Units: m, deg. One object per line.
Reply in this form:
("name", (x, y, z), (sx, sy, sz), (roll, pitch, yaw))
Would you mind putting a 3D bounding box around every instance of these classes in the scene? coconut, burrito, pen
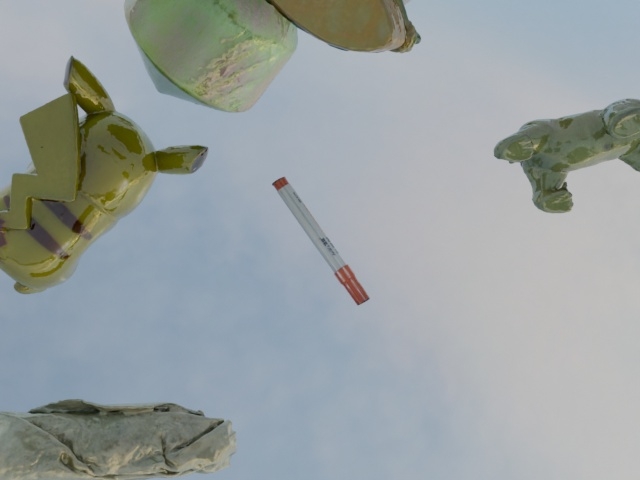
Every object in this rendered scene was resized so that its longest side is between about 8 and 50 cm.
("coconut", (-0.147, -0.281, 0.865), (0.235, 0.236, 0.205), (-15, -118, -27))
("burrito", (-0.290, 0.291, 0.922), (0.392, 0.076, 0.117), (13, -95, -37))
("pen", (0.000, 0.000, 1.001), (0.028, 0.028, 0.239), (-31, -99, -33))

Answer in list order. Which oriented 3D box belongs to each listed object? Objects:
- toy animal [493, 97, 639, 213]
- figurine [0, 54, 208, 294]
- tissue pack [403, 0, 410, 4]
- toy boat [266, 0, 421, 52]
("toy animal", (0.296, -0.107, 0.668), (0.218, 0.103, 0.101), (-14, -150, 18))
("figurine", (-0.347, -0.082, 0.886), (0.327, 0.169, 0.218), (-47, -71, -5))
("tissue pack", (0.089, -0.418, 0.851), (0.229, 0.145, 0.159), (-40, -98, -14))
("toy boat", (-0.002, -0.239, 0.587), (0.229, 0.089, 0.088), (32, -155, -11))
